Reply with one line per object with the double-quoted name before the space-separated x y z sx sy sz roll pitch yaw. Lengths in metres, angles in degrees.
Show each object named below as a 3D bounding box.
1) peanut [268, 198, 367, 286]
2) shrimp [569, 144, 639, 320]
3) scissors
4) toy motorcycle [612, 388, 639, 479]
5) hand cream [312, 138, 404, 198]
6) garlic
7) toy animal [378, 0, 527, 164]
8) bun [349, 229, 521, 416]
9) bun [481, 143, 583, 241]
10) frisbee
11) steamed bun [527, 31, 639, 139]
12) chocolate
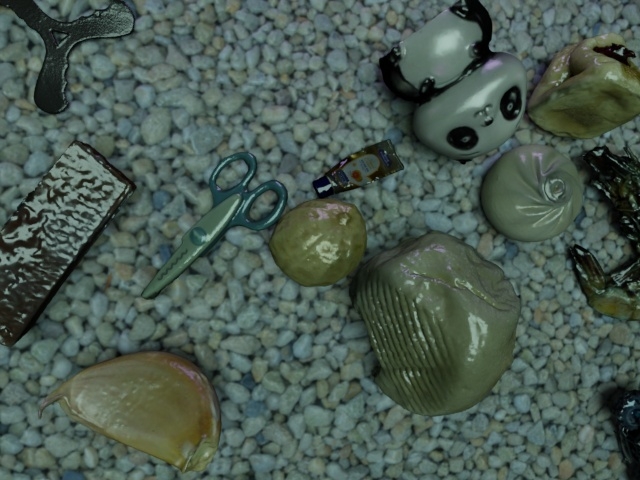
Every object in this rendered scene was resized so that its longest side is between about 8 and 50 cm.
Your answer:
"peanut" 0.000 0.000 0.742 0.159 0.109 0.141 -43 91 -2
"shrimp" 0.568 0.000 0.867 0.233 0.071 0.365 -40 104 0
"scissors" -0.183 -0.010 0.743 0.138 0.041 0.289 44 90 7
"toy motorcycle" 0.676 0.364 0.888 0.203 0.108 0.239 -26 120 -2
"hand cream" 0.064 -0.118 0.786 0.163 0.039 0.062 -27 81 -9
"garlic" -0.262 0.250 0.688 0.244 0.164 0.146 20 106 -5
"toy animal" 0.220 -0.245 0.737 0.187 0.165 0.235 -32 98 16
"bun" 0.190 0.119 0.730 0.204 0.281 0.282 -25 98 -33
"bun" 0.374 -0.081 0.799 0.172 0.120 0.173 0 92 -8
"frisbee" -0.408 -0.324 0.704 0.187 0.012 0.211 43 86 -8
"steamed bun" 0.463 -0.279 0.794 0.140 0.172 0.156 23 71 -20
"chocolate" -0.410 0.010 0.683 0.112 0.112 0.321 38 85 -19
